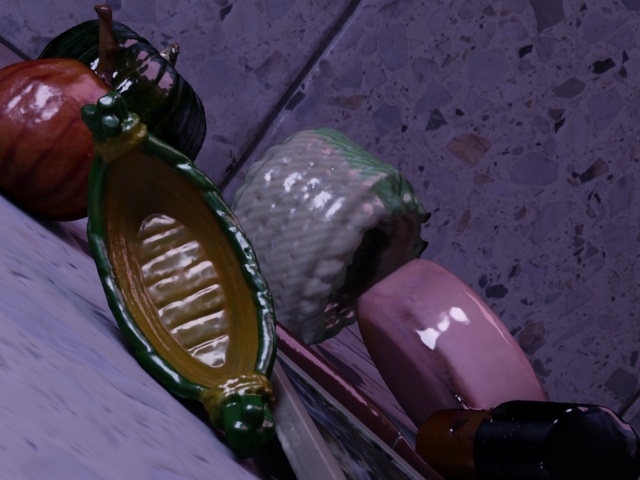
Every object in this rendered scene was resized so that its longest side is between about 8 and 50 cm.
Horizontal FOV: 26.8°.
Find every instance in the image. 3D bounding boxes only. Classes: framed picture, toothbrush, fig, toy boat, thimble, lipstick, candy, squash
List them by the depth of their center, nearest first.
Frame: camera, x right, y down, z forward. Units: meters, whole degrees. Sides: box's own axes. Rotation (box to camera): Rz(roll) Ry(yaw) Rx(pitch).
[{"bbox_3d":[-0.077,0.022,0.756,0.088,0.089,0.229,85,-21,-68],"label":"toy boat"},{"bbox_3d":[0.057,0.164,0.775,0.240,0.020,0.324,43,0,-13],"label":"framed picture"},{"bbox_3d":[-0.200,-0.088,0.993,0.128,0.150,0.128,6,-20,2],"label":"fig"},{"bbox_3d":[0.007,0.119,1.027,0.364,0.041,0.041,39,1,-4],"label":"toothbrush"},{"bbox_3d":[0.140,0.161,1.033,0.077,0.077,0.418,37,-11,-2],"label":"lipstick"},{"bbox_3d":[0.135,0.136,1.349,0.255,0.094,0.255,53,-12,17],"label":"candy"},{"bbox_3d":[0.000,0.000,1.423,0.150,0.219,0.219,37,1,26],"label":"thimble"},{"bbox_3d":[-0.234,-0.157,1.577,0.218,0.172,0.218,27,-32,19],"label":"squash"}]
